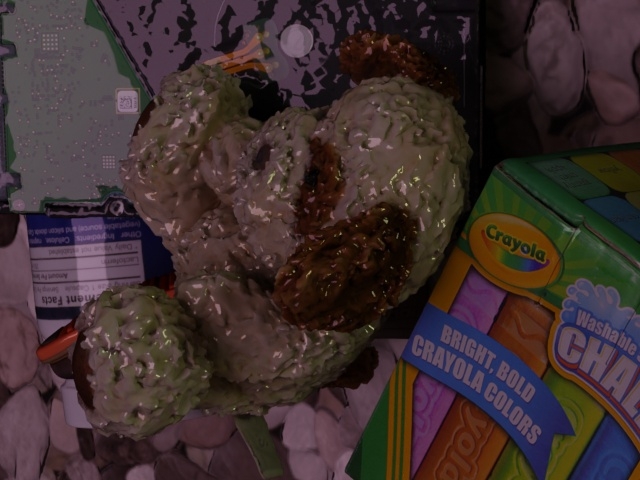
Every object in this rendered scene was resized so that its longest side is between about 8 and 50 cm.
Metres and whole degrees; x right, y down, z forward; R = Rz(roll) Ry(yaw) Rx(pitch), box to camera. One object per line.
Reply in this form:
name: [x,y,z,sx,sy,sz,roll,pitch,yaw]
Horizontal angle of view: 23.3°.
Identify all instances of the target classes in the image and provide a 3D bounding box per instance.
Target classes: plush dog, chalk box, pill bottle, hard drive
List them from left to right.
pill bottle: [-0.144,0.003,1.173,0.153,0.153,0.264,-2,94,43]
hard drive: [-0.060,-0.132,1.032,0.339,0.064,0.236,0,97,11]
plush dog: [0.000,0.000,0.892,0.225,0.211,0.262,-40,29,43]
chalk box: [0.176,0.059,0.865,0.179,0.180,0.289,41,120,32]

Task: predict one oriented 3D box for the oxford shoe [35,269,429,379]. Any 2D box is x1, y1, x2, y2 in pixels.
oxford shoe: [-0.057,0.062,1.055,0.271,0.097,0.098,-15,98,2]
